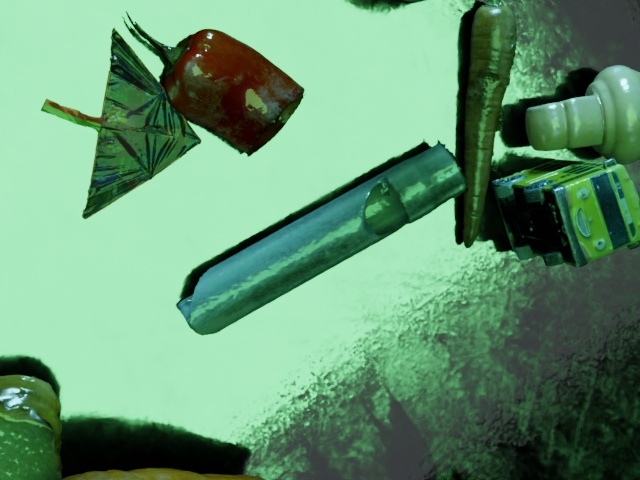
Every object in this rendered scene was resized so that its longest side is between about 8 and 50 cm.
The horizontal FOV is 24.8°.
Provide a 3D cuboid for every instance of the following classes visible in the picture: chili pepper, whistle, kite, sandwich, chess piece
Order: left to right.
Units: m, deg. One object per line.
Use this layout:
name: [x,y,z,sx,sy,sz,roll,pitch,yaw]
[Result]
sandwich: [-0.371,0.239,1.379,0.251,0.087,0.226,0,107,-10]
kite: [-0.194,-0.111,1.420,0.159,0.010,0.190,8,93,-10]
chili pepper: [-0.109,-0.161,1.395,0.192,0.084,0.086,35,56,-14]
whistle: [0.000,0.000,1.439,0.312,0.062,0.062,-29,99,-6]
chess piece: [0.401,-0.141,1.475,0.397,0.117,0.117,-7,96,-8]

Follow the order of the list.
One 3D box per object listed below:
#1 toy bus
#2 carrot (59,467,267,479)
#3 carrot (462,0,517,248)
toy bus: [0.241,-0.031,1.422,0.101,0.175,0.088,-20,99,-11]
carrot: [-0.171,0.273,1.358,0.225,0.159,0.159,21,91,-28]
carrot: [0.164,-0.117,1.467,0.049,0.049,0.255,5,97,-11]
